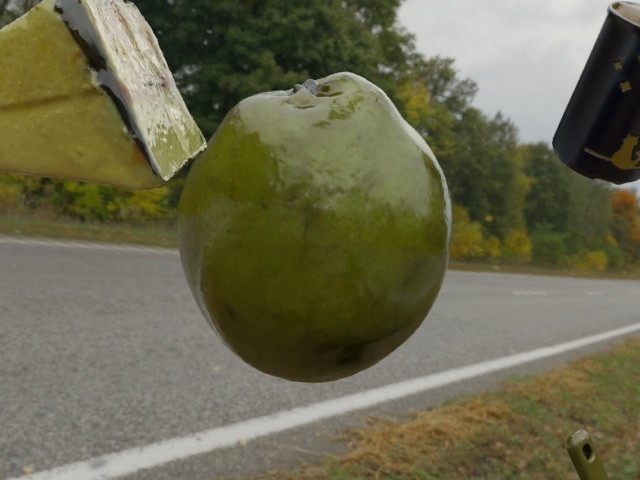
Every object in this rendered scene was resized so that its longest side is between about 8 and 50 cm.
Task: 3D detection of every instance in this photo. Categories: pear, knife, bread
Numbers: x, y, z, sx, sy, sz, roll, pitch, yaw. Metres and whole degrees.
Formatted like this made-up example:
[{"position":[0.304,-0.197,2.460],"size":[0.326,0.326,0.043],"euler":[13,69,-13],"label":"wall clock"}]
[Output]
[{"position":[0.000,0.000,0.896],"size":[0.352,0.413,0.351],"euler":[-1,40,1],"label":"pear"},{"position":[0.319,0.354,0.736],"size":[0.061,0.342,0.027],"euler":[-30,8,-25],"label":"knife"},{"position":[-0.257,-0.092,0.639],"size":[0.264,0.163,0.167],"euler":[-23,14,14],"label":"bread"}]

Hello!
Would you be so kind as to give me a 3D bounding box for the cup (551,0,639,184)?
[{"position":[0.536,-0.217,1.145],"size":[0.255,0.256,0.178],"euler":[27,36,18],"label":"cup"}]
